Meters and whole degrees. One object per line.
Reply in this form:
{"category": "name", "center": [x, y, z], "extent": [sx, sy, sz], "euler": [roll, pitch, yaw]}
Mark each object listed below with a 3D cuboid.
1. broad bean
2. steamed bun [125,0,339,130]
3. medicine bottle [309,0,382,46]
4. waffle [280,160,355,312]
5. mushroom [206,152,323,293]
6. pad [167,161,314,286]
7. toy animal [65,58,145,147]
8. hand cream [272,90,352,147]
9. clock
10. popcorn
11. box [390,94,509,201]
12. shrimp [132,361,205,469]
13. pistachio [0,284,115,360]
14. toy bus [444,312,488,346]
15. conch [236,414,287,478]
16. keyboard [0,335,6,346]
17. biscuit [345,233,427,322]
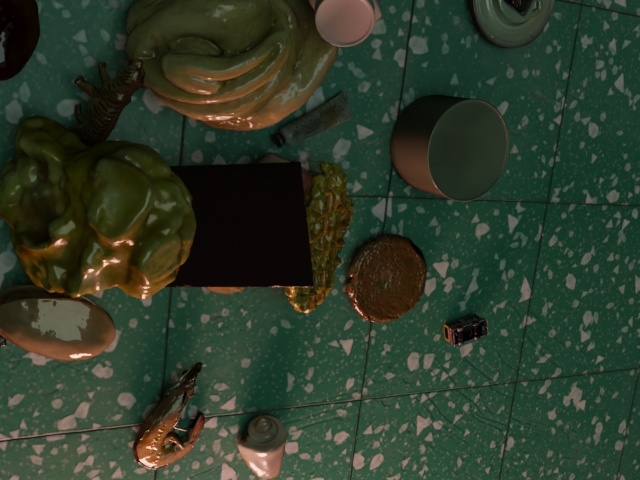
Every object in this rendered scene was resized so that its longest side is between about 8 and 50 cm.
{"category": "broad bean", "center": [-0.530, -0.352, 1.330], "extent": [0.114, 0.084, 0.165], "euler": [24, 84, -48]}
{"category": "steamed bun", "center": [-0.153, -0.363, 1.455], "extent": [0.372, 0.230, 0.324], "euler": [23, 88, -30]}
{"category": "medicine bottle", "center": [0.043, -0.479, 1.488], "extent": [0.111, 0.296, 0.161], "euler": [-35, 121, 28]}
{"category": "waffle", "center": [-0.003, -0.001, 1.651], "extent": [0.307, 0.060, 0.311], "euler": [61, 48, -64]}
{"category": "mushroom", "center": [-0.123, -0.029, 1.620], "extent": [0.159, 0.122, 0.328], "euler": [33, 87, -27]}
{"category": "pad", "center": [-0.200, -0.026, 1.503], "extent": [0.368, 0.007, 0.247], "euler": [-1, 109, 14]}
{"category": "toy animal", "center": [-0.396, -0.234, 1.403], "extent": [0.241, 0.099, 0.057], "euler": [-53, 167, 20]}
{"category": "hand cream", "center": [-0.013, -0.248, 1.669], "extent": [0.194, 0.042, 0.067], "euler": [-30, 115, -24]}
{"category": "clock", "center": [0.444, -0.567, 1.829], "extent": [0.244, 0.056, 0.244], "euler": [-9, 108, -28]}
{"category": "popcorn", "center": [-0.378, -0.047, 1.370], "extent": [0.334, 0.293, 0.292], "euler": [9, 88, 4]}
{"category": "box", "center": [0.289, -0.210, 1.782], "extent": [0.226, 0.149, 0.226], "euler": [-8, 107, -27]}
{"category": "shrimp", "center": [-0.299, 0.372, 1.677], "extent": [0.143, 0.052, 0.251], "euler": [28, 96, -42]}
{"category": "pistachio", "center": [-0.488, 0.151, 1.460], "extent": [0.223, 0.126, 0.152], "euler": [15, 124, -20]}
{"category": "toy bus", "center": [0.365, 0.224, 1.997], "extent": [0.102, 0.058, 0.052], "euler": [-15, 111, -20]}
{"category": "conch", "center": [-0.128, 0.464, 1.790], "extent": [0.104, 0.094, 0.176], "euler": [-31, 144, -33]}
{"category": "keyboard", "center": [-0.676, 0.182, 1.431], "extent": [0.202, 0.011, 0.067], "euler": [-10, 106, -27]}
{"category": "biscuit", "center": [0.154, 0.089, 1.851], "extent": [0.226, 0.042, 0.225], "euler": [-9, 109, -27]}
